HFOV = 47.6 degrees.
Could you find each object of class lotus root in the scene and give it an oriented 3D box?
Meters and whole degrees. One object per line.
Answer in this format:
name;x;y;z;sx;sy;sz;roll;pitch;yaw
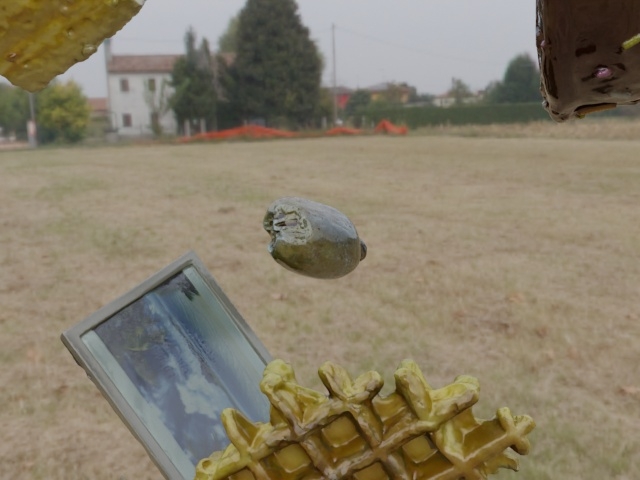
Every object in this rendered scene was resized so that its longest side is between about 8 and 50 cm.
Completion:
lotus root;0.000;0.000;0.991;0.088;0.113;0.192;-34;-31;30

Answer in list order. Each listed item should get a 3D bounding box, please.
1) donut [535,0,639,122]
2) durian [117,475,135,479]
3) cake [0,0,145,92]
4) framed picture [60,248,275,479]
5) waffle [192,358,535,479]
donut;0.191;-0.195;0.468;0.089;0.234;0.235;3;12;26
durian;-0.424;0.504;1.421;0.225;0.078;0.140;0;10;14
cake;-0.398;-0.380;0.916;0.223;0.227;0.286;-29;-39;18
framed picture;-0.165;0.192;0.978;0.232;0.314;0.024;-38;3;-41
waffle;0.023;0.229;0.560;0.260;0.292;0.069;7;8;3
